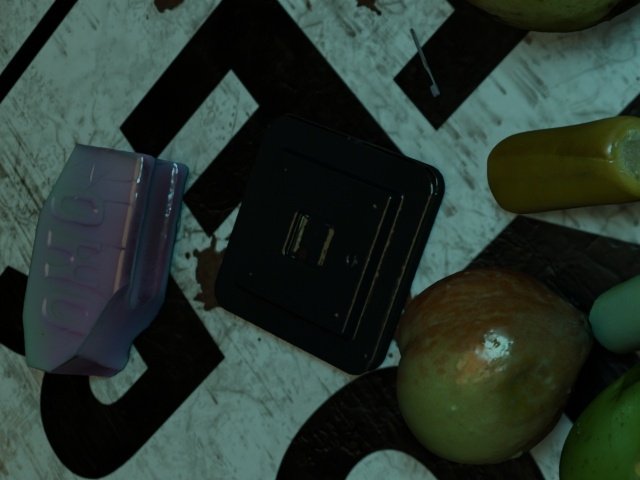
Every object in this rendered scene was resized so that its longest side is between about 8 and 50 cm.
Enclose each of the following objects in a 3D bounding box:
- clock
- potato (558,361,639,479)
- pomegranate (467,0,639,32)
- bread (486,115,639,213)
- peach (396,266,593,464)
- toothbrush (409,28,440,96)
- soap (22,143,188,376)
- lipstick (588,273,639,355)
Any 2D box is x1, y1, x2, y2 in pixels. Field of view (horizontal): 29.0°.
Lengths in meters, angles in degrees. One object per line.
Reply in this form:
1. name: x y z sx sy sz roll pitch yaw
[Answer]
1. clock: 0.000 0.000 1.571 0.273 0.049 0.278 23 98 33
2. potato: 0.377 0.200 1.204 0.304 0.216 0.216 -45 62 11
3. pomegranate: 0.239 -0.376 1.298 0.322 0.322 0.322 -4 83 34
4. bread: 0.265 -0.081 1.330 0.239 0.074 0.092 -6 77 62
5. peach: 0.193 0.130 1.334 0.233 0.232 0.232 -4 83 34
6. toothbrush: 0.128 -0.220 1.533 0.008 0.006 0.097 -31 69 32
7. soap: -0.312 0.033 1.743 0.193 0.109 0.323 11 92 35
8. lipstick: 0.346 0.055 1.204 0.076 0.304 0.076 2 77 -8
